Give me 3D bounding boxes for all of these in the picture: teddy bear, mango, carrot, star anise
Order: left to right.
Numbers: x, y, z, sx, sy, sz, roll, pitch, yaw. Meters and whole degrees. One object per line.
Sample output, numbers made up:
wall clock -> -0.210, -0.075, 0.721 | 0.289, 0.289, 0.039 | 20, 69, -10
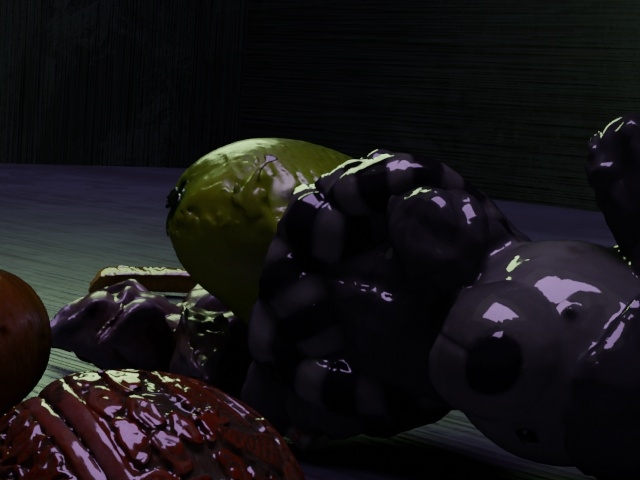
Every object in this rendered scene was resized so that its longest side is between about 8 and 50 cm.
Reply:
carrot -> -0.184, 0.056, 0.709 | 0.087, 0.087, 0.193 | 5, 7, 12
star anise -> -0.077, 0.052, 0.915 | 0.182, 0.065, 0.195 | 2, 9, -11
mango -> 0.000, 0.001, 0.861 | 0.178, 0.100, 0.119 | 9, 18, -31
teddy bear -> 0.083, 0.024, 0.711 | 0.251, 0.171, 0.144 | 5, -1, 38

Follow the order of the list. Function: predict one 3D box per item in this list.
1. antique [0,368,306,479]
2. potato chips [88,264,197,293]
antique -> -0.048, 0.082, 0.409 | 0.104, 0.104, 0.104 | 4, 5, 0
potato chips -> -0.090, 0.037, 1.311 | 0.204, 0.026, 0.037 | 4, 18, -5
